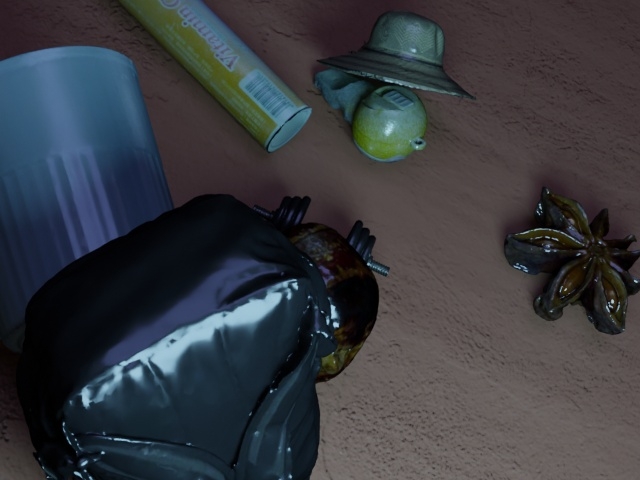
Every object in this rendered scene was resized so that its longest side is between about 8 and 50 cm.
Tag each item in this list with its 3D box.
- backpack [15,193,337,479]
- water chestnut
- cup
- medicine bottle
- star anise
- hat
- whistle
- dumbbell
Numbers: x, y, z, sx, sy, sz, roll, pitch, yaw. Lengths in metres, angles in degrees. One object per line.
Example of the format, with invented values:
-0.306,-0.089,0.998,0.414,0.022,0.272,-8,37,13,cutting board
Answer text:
-0.135,0.190,1.552,0.363,0.445,0.255,-31,50,-14,backpack
-0.037,0.077,1.792,0.238,0.223,0.224,42,53,18,water chestnut
-0.338,-0.033,1.682,0.331,0.257,0.311,-14,73,-21,cup
-0.193,-0.306,2.055,0.426,0.108,0.108,46,54,11,medicine bottle
0.373,0.041,2.047,0.214,0.099,0.220,18,57,8,star anise
0.125,-0.288,2.067,0.252,0.252,0.110,12,98,-13,hat
0.075,-0.189,2.092,0.123,0.123,0.223,-29,51,-33,whistle
0.000,0.000,1.923,0.208,0.099,0.099,25,52,-2,dumbbell
